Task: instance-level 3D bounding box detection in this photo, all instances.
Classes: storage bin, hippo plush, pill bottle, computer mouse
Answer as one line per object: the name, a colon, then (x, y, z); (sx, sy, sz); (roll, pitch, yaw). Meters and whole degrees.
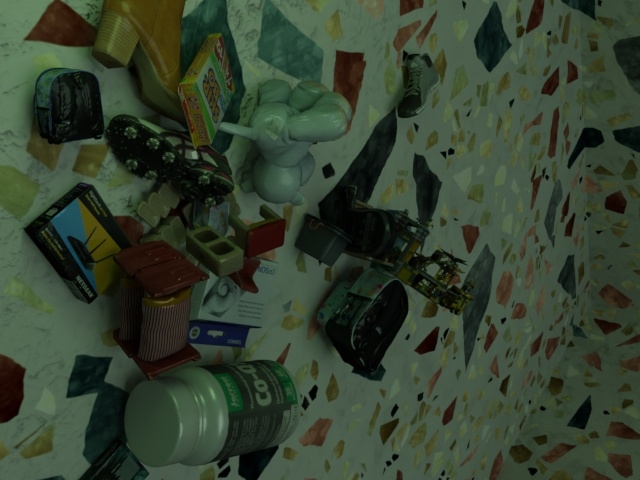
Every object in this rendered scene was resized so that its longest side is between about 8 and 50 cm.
storage bin: (0.000, 0.000, 1.696); (0.098, 0.135, 0.091); (34, 84, -46)
hippo plush: (-0.056, -0.189, 1.468); (0.294, 0.234, 0.237); (-61, 158, -51)
pill bottle: (-0.224, 0.370, 1.467); (0.361, 0.204, 0.204); (6, 97, -54)
computer mouse: (0.120, -0.032, 1.715); (0.072, 0.272, 0.189); (10, 97, -29)

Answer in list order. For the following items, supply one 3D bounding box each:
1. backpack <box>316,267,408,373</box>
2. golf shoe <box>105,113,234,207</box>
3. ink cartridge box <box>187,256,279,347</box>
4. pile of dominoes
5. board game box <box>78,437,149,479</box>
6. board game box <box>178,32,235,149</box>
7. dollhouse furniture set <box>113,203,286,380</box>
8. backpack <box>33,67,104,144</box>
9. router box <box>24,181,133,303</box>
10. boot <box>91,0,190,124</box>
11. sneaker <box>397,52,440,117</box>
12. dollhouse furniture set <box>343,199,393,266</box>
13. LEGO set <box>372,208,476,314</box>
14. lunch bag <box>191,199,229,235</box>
backpack: (0.127, 0.207, 1.872); (0.253, 0.191, 0.225); (-50, 139, -19)
golf shoe: (-0.287, -0.168, 1.306); (0.272, 0.105, 0.120); (33, 38, -36)
ink cartridge box: (-0.203, 0.137, 1.547); (0.223, 0.045, 0.224); (16, 89, -53)
pile of dominoes: (-0.279, -0.061, 1.411); (0.251, 0.040, 0.196); (-53, 137, -39)
board game box: (-0.445, 0.514, 1.381); (0.186, 0.026, 0.126); (-49, 136, -31)
board game box: (-0.213, -0.287, 1.289); (0.259, 0.039, 0.124); (-78, 162, -51)
dollhouse furniture set: (-0.213, 0.090, 1.339); (0.374, 0.152, 0.201); (-21, 132, -40)
backpack: (-0.419, -0.225, 1.117); (0.105, 0.084, 0.114); (-20, 122, -48)
router box: (-0.424, 0.005, 1.220); (0.133, 0.046, 0.179); (-50, 136, -30)
boot: (-0.278, -0.359, 1.243); (0.295, 0.104, 0.211); (40, 64, -55)
sneaker: (0.261, -0.454, 1.923); (0.229, 0.086, 0.132); (-57, 136, -38)
dollhouse furniture set: (0.133, -0.023, 1.858); (0.144, 0.123, 0.151); (18, 88, -53)
LEGO set: (0.315, 0.050, 1.947); (0.255, 0.331, 0.192); (27, 97, -47)
lunch bag: (-0.228, -0.044, 1.407); (0.071, 0.053, 0.083); (13, 76, -60)
